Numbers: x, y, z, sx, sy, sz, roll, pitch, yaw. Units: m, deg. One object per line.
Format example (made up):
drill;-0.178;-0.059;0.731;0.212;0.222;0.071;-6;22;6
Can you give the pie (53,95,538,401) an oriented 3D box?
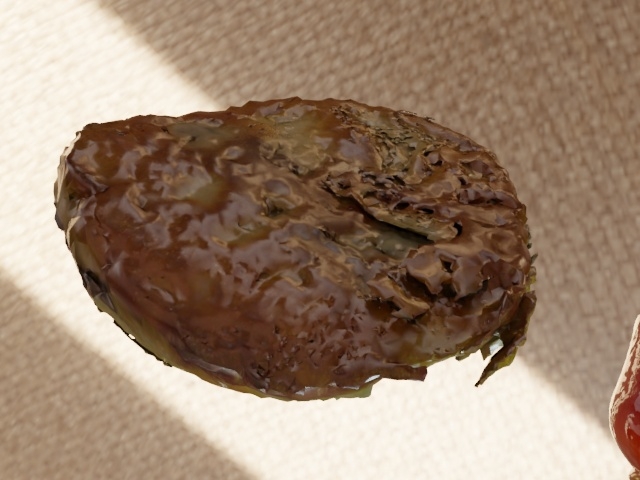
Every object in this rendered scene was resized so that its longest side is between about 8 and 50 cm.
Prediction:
pie;0.000;-0.001;0.978;0.308;0.308;0.085;12;121;4

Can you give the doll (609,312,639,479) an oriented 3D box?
doll;0.303;0.114;1.159;0.182;0.160;0.363;22;87;-3
